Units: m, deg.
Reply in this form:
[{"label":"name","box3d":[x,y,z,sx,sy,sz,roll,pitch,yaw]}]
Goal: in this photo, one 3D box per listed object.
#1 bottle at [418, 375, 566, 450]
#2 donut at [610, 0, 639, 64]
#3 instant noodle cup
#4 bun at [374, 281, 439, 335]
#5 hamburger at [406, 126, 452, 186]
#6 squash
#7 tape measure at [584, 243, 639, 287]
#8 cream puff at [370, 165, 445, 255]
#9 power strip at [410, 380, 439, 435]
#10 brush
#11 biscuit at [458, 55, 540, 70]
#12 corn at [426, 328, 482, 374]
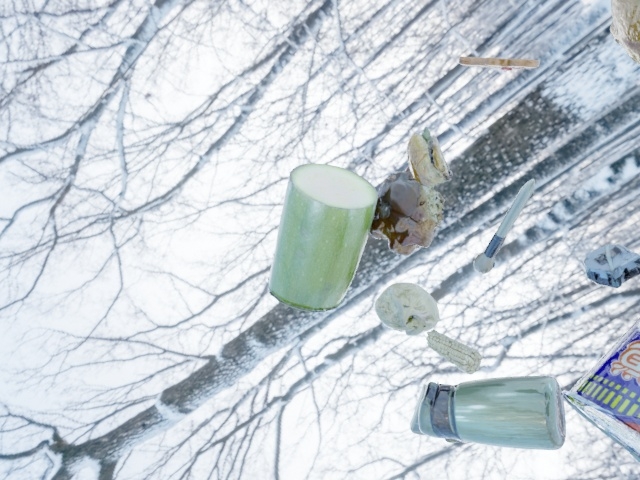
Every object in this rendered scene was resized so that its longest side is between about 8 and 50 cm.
[{"label":"bottle","box3d":[0.401,0.415,1.375,0.168,0.347,0.168,23,-118,-54]},{"label":"donut","box3d":[0.644,-0.418,0.944,0.299,0.317,0.150,-45,-58,-17]},{"label":"instant noodle cup","box3d":[0.574,0.196,0.855,0.284,0.312,0.284,38,176,3]},{"label":"bun","box3d":[0.311,0.257,2.058,0.116,0.237,0.209,-65,-23,-60]},{"label":"hamburger","box3d":[0.233,-0.196,1.293,0.102,0.087,0.176,57,-161,-26]},{"label":"squash","box3d":[0.000,0.000,1.655,0.263,0.384,0.263,11,-148,-7]},{"label":"tape measure","box3d":[0.536,0.048,1.045,0.054,0.091,0.094,57,177,-19]},{"label":"cream puff","box3d":[0.250,-0.094,1.649,0.241,0.268,0.155,24,179,42]},{"label":"power strip","box3d":[0.333,0.517,1.741,0.080,0.226,0.029,10,-150,0]},{"label":"brush","box3d":[0.372,-0.020,1.143,0.039,0.299,0.042,-15,-122,-19]},{"label":"biscuit","box3d":[0.549,-0.538,1.733,0.166,0.036,0.250,-11,-158,-37]},{"label":"corn","box3d":[0.459,0.387,1.969,0.211,0.087,0.087,26,-170,40]}]
